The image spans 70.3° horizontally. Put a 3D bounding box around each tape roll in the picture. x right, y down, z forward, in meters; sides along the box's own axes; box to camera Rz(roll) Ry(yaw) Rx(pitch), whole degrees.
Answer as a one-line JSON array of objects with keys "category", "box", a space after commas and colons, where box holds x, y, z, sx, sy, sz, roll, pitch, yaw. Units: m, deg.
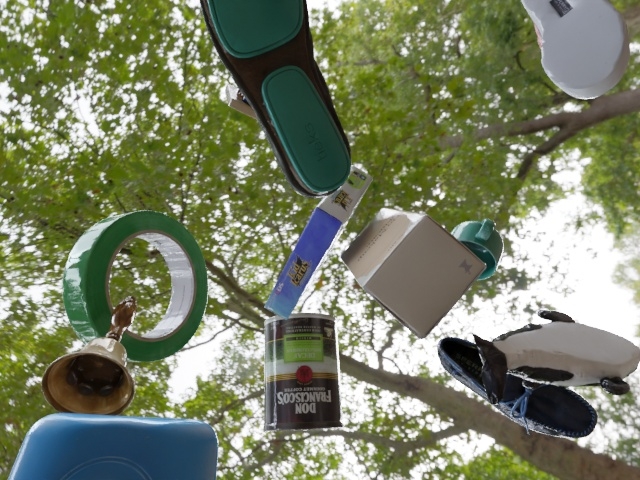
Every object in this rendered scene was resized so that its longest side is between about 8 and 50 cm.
[{"category": "tape roll", "box": [-0.382, 0.097, 0.983, 0.321, 0.077, 0.321, 20, -113, -58]}]

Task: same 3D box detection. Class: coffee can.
[{"category": "coffee can", "box": [-0.048, 0.346, 1.185, 0.201, 0.201, 0.275, 17, -121, -39]}]

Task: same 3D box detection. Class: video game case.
[{"category": "video game case", "box": [0.000, 0.000, 0.957, 0.061, 0.269, 0.244, 32, -147, 3]}]

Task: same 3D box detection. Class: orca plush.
[{"category": "orca plush", "box": [0.317, 0.186, 0.628, 0.287, 0.151, 0.102, -6, -53, -35]}]

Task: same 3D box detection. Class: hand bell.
[{"category": "hand bell", "box": [-0.349, 0.164, 0.760, 0.126, 0.242, 0.126, -3, -66, -7]}]

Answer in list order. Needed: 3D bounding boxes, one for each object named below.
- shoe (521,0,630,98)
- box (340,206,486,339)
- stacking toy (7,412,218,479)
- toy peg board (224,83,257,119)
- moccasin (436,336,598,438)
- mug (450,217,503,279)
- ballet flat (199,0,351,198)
[{"category": "shoe", "box": [0.240, -0.177, 0.417, 0.081, 0.063, 0.178, 31, -136, -34]}, {"category": "box", "box": [0.136, 0.036, 0.779, 0.121, 0.311, 0.148, 41, -89, -6]}, {"category": "stacking toy", "box": [-0.196, 0.296, 0.488, 0.175, 0.302, 0.165, 5, -120, -6]}, {"category": "toy peg board", "box": [-0.073, -0.247, 0.787, 0.161, 0.160, 0.079, 21, -71, -23]}, {"category": "moccasin", "box": [0.398, 0.314, 0.971, 0.137, 0.342, 0.117, -62, -33, -16]}, {"category": "mug", "box": [0.376, 0.013, 1.080, 0.129, 0.158, 0.097, 47, -128, -13]}, {"category": "ballet flat", "box": [-0.051, -0.171, 0.435, 0.095, 0.096, 0.280, -22, -70, -13]}]
